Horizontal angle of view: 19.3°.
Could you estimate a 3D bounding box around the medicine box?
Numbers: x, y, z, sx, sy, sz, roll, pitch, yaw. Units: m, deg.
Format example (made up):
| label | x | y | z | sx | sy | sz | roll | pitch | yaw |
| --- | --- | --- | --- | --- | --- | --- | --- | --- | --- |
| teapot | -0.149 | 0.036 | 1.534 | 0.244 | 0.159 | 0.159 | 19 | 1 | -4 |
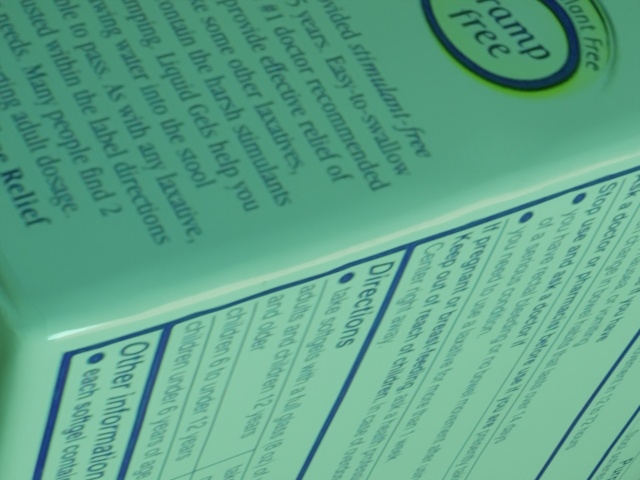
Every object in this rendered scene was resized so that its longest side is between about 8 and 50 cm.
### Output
| label | x | y | z | sx | sy | sz | roll | pitch | yaw |
| --- | --- | --- | --- | --- | --- | --- | --- | --- | --- |
| medicine box | 0.000 | 0.000 | 0.560 | 0.289 | 0.149 | 0.263 | -18 | 152 | -27 |
